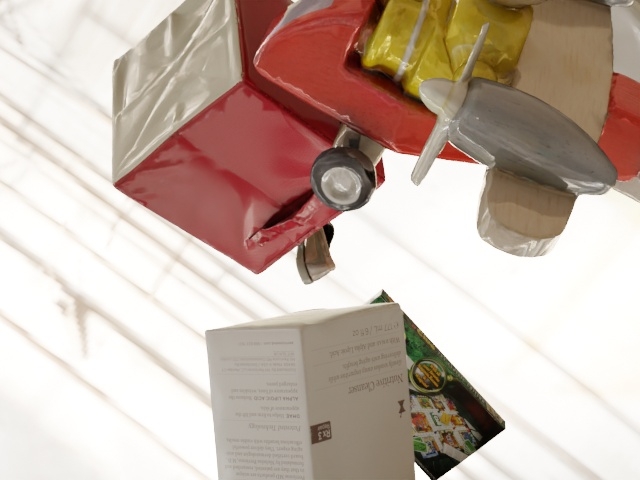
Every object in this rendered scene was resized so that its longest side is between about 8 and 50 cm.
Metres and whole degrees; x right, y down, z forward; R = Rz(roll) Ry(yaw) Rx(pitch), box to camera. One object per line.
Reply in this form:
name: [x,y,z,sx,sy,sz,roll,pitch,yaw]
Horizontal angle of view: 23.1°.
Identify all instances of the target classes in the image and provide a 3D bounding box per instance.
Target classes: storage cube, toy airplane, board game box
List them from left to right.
storage cube: [-0.075,-0.119,1.527,0.193,0.183,0.215,33,-146,-35]
board game box: [0.122,0.202,2.164,0.260,0.136,0.030,48,-159,-9]
toy airplane: [0.185,-0.149,1.316,0.384,0.272,0.386,-18,-140,-26]

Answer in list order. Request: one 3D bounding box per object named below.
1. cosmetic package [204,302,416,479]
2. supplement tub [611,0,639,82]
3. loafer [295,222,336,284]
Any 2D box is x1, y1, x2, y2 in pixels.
cosmetic package: [-0.002,0.279,1.863,0.156,0.385,0.217,-5,-177,37]
supplement tub: [0.376,-0.159,1.774,0.316,0.194,0.193,10,-154,-50]
loafer: [0.000,0.000,1.592,0.125,0.039,0.045,-86,-24,-55]
